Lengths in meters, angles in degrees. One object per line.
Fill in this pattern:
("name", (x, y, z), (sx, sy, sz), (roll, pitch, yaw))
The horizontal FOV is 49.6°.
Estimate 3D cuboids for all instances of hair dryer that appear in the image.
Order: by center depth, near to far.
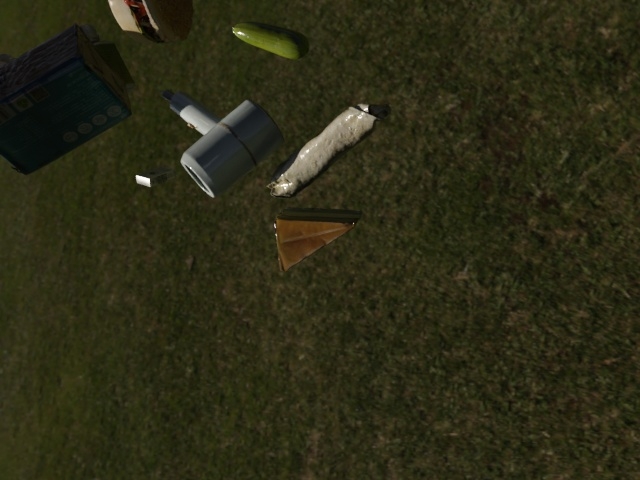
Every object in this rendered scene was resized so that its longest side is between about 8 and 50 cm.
("hair dryer", (-0.237, -0.226, 1.357), (0.173, 0.107, 0.357), (-41, 47, -11))

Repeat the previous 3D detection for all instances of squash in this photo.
("squash", (-0.117, -0.480, 1.650), (0.201, 0.066, 0.066), (19, 91, 16))

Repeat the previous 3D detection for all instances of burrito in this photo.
("burrito", (0.012, -0.159, 1.211), (0.275, 0.082, 0.059), (-36, 75, 39))

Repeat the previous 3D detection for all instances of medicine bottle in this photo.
("medicine bottle", (-0.570, -0.440, 1.753), (0.132, 0.088, 0.188), (-25, 93, 36))

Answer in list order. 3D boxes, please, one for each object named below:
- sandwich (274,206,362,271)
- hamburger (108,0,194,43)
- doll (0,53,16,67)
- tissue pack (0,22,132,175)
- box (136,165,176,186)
("sandwich", (0.000, 0.000, 1.364), (0.164, 0.079, 0.113), (2, 113, 13))
("hamburger", (-0.461, -0.690, 1.939), (0.171, 0.302, 0.301), (-5, 70, 20))
("doll", (-0.887, -0.437, 1.893), (0.293, 0.138, 0.119), (-108, 40, -63))
("tissue pack", (-0.544, -0.281, 1.391), (0.271, 0.192, 0.134), (-28, 56, 3))
("box", (-0.411, -0.161, 1.735), (0.054, 0.083, 0.024), (19, 123, 35))
